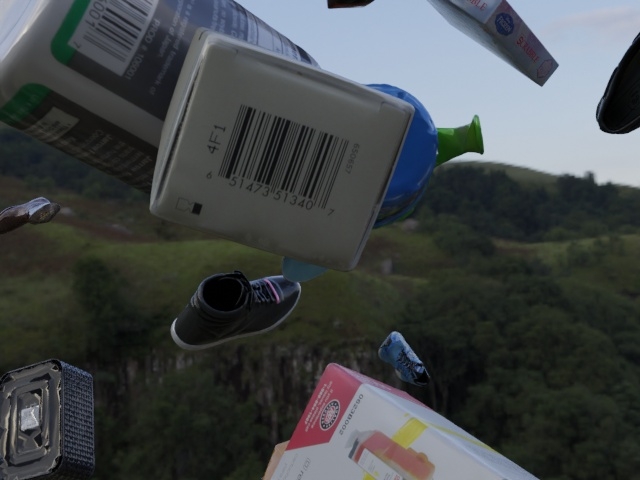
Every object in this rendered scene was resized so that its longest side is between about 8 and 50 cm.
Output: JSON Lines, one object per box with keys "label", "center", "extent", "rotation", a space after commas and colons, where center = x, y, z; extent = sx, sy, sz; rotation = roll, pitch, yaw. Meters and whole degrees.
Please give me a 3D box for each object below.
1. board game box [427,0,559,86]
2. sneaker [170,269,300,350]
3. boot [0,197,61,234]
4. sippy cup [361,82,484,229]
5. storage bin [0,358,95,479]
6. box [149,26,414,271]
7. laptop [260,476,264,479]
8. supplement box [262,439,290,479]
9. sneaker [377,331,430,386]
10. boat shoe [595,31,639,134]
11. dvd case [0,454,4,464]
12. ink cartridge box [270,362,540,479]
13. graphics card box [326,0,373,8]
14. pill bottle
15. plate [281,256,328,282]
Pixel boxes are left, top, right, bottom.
{"label": "board game box", "center": [0.327, -0.488, 1.727], "extent": [0.066, 0.318, 0.318], "rotation": [-51, -35, 12]}
{"label": "sneaker", "center": [-0.132, 0.111, 1.534], "extent": [0.296, 0.104, 0.147], "rotation": [-19, -22, -38]}
{"label": "boot", "center": [-0.482, -0.036, 1.321], "extent": [0.106, 0.037, 0.114], "rotation": [-36, 26, -18]}
{"label": "sippy cup", "center": [0.071, -0.130, 1.187], "extent": [0.305, 0.240, 0.224], "rotation": [-44, 3, -2]}
{"label": "storage bin", "center": [-0.430, 0.290, 1.262], "extent": [0.122, 0.180, 0.084], "rotation": [-17, -28, 14]}
{"label": "box", "center": [-0.039, -0.073, 0.511], "extent": [0.113, 0.094, 0.275], "rotation": [17, 12, -15]}
{"label": "laptop", "center": [0.019, 0.676, 1.706], "extent": [0.408, 0.381, 0.236], "rotation": [-27, 8, -9]}
{"label": "supplement box", "center": [0.026, 0.465, 1.499], "extent": [0.191, 0.194, 0.129], "rotation": [-28, 24, 34]}
{"label": "sneaker", "center": [0.173, 0.237, 1.591], "extent": [0.073, 0.063, 0.162], "rotation": [27, -15, 46]}
{"label": "boat shoe", "center": [0.572, -0.304, 1.326], "extent": [0.113, 0.127, 0.340], "rotation": [-32, -13, -50]}
{"label": "dvd case", "center": [-0.396, 0.258, 0.830], "extent": [0.087, 0.013, 0.119], "rotation": [2, 34, 38]}
{"label": "ink cartridge box", "center": [0.097, 0.355, 1.007], "extent": [0.160, 0.279, 0.385], "rotation": [29, -4, -30]}
{"label": "graphics card box", "center": [0.101, -0.549, 1.339], "extent": [0.094, 0.232, 0.371], "rotation": [-10, 3, -24]}
{"label": "pill bottle", "center": [-0.124, -0.134, 0.774], "extent": [0.361, 0.204, 0.204], "rotation": [29, -25, -35]}
{"label": "plate", "center": [0.000, 0.000, 1.469], "extent": [0.188, 0.024, 0.188], "rotation": [-30, -32, -21]}
